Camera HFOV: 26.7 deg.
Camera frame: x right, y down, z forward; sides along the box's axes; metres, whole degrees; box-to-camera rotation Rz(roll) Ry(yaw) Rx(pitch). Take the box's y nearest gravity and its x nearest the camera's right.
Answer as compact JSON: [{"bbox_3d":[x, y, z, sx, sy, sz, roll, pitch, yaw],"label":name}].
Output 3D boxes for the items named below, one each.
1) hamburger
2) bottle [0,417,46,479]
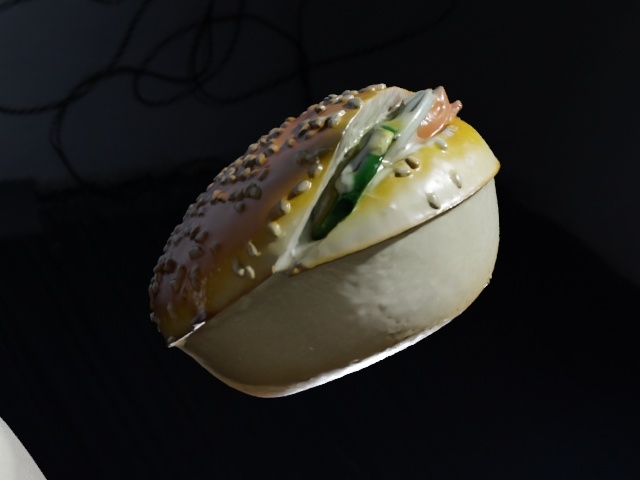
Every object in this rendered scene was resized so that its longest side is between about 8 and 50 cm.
[{"bbox_3d":[0.001,-0.001,0.810,0.236,0.147,0.237,-29,-172,4],"label":"hamburger"},{"bbox_3d":[-0.127,0.167,0.454,0.147,0.147,0.237,-29,135,-12],"label":"bottle"}]
